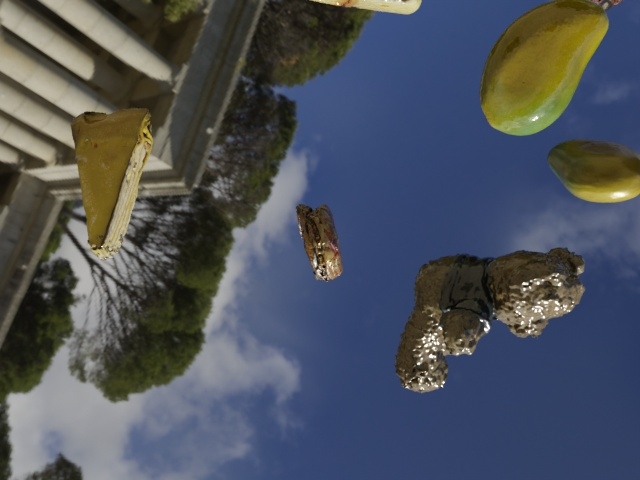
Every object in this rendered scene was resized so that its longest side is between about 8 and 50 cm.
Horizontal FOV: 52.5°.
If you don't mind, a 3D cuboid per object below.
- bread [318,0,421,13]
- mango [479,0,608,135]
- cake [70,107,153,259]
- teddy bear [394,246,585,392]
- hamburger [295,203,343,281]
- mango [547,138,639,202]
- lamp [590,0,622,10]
[{"bbox_3d":[0.056,-0.435,1.015,0.178,0.240,0.135,-90,-172,-70],"label":"bread"},{"bbox_3d":[0.283,-0.230,0.854,0.122,0.085,0.191,28,-63,15],"label":"mango"},{"bbox_3d":[-0.243,-0.076,0.816,0.116,0.080,0.185,-17,-104,4],"label":"cake"},{"bbox_3d":[0.165,0.073,0.722,0.251,0.129,0.182,-37,-175,39],"label":"teddy bear"},{"bbox_3d":[0.000,0.000,1.817,0.106,0.231,0.231,-11,-127,-3],"label":"hamburger"},{"bbox_3d":[0.507,-0.137,1.190,0.137,0.091,0.237,-7,-154,6],"label":"mango"},{"bbox_3d":[0.680,-0.662,1.593,0.227,0.227,0.227,-21,-126,31],"label":"lamp"}]
